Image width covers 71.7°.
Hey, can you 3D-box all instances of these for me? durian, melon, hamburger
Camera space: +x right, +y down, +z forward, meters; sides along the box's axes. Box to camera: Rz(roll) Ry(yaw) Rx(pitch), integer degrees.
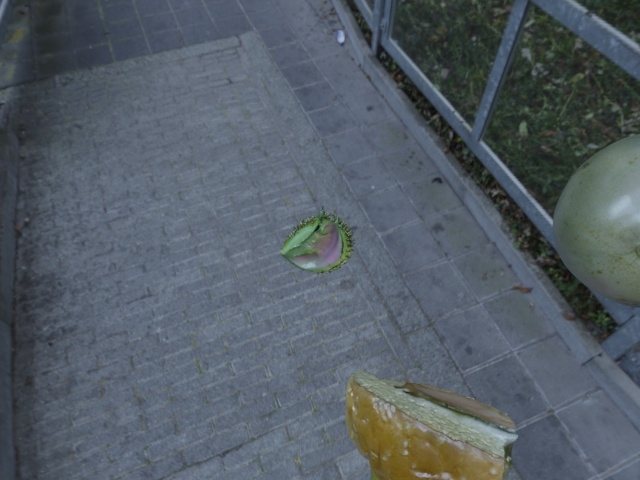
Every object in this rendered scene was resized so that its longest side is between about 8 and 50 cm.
[{"bbox_3d":[0.007,-0.005,0.999,0.137,0.221,0.095,34,56,-12],"label":"durian"},{"bbox_3d":[0.518,-0.034,0.690,0.269,0.268,0.330,36,34,23],"label":"melon"},{"bbox_3d":[0.113,0.251,0.533,0.208,0.135,0.155,21,93,15],"label":"hamburger"}]

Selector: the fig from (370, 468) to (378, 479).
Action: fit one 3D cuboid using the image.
[{"bbox_3d":[0.239,0.584,1.145,0.240,0.239,0.271,30,62,20],"label":"fig"}]
